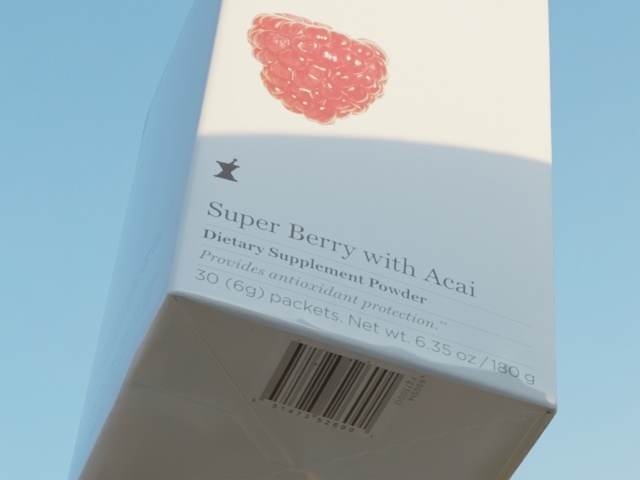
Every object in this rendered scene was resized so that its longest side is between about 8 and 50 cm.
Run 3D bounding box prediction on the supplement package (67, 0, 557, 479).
[{"bbox_3d":[0.000,0.000,0.941,0.178,0.293,0.175,17,-47,-11],"label":"supplement package"}]
